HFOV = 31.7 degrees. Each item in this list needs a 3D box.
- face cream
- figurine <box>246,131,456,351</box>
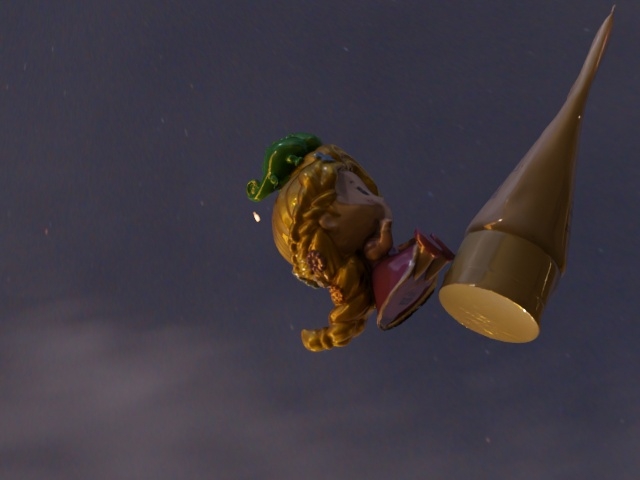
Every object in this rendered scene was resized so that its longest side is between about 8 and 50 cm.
[{"bbox_3d":[0.153,-0.044,0.758,0.070,0.114,0.224,25,-114,7],"label":"face cream"},{"bbox_3d":[0.000,0.000,0.770,0.115,0.095,0.156,-46,-111,3],"label":"figurine"}]
